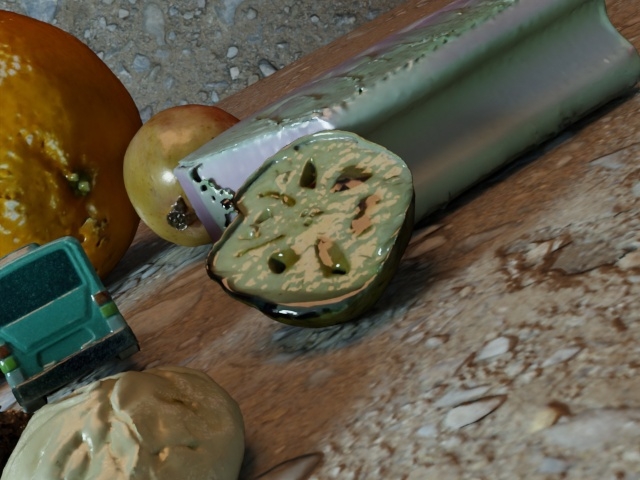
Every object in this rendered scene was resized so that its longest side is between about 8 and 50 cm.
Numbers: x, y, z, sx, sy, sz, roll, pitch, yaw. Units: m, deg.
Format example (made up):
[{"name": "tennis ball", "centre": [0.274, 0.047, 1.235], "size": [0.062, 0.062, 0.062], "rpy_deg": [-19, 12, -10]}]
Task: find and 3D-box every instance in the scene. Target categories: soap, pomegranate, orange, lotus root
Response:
[{"name": "soap", "centre": [0.081, -0.123, 1.107], "size": [0.446, 0.156, 0.261], "rpy_deg": [-33, 16, -15]}, {"name": "pomegranate", "centre": [-0.159, -0.086, 1.350], "size": [0.191, 0.191, 0.191], "rpy_deg": [-26, 15, 7]}, {"name": "orange", "centre": [-0.422, -0.098, 1.397], "size": [0.326, 0.424, 0.424], "rpy_deg": [17, 43, 41]}, {"name": "lotus root", "centre": [0.003, 0.001, 0.906], "size": [0.183, 0.078, 0.203], "rpy_deg": [-46, 44, -11]}]

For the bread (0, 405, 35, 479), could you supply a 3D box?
[{"name": "bread", "centre": [-0.297, 0.189, 0.905], "size": [0.082, 0.060, 0.113], "rpy_deg": [-18, 19, 23]}]

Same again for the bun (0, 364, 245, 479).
[{"name": "bun", "centre": [-0.142, 0.145, 0.703], "size": [0.183, 0.102, 0.183], "rpy_deg": [-26, 18, 9]}]

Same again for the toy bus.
[{"name": "toy bus", "centre": [-0.272, 0.075, 1.048], "size": [0.128, 0.147, 0.256], "rpy_deg": [-29, 5, -15]}]
